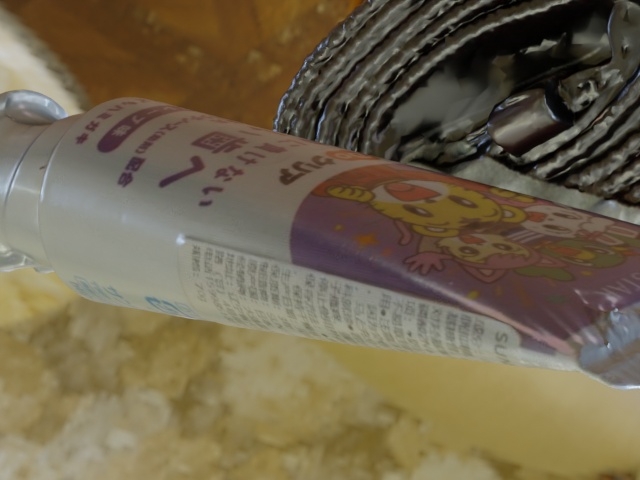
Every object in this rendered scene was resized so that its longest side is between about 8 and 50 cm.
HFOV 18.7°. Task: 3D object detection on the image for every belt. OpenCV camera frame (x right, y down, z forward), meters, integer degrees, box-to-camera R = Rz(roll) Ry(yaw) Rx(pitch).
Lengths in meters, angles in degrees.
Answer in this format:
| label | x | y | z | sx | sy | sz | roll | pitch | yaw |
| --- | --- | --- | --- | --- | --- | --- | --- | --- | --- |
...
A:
| label | x | y | z | sx | sy | sz | roll | pitch | yaw |
| --- | --- | --- | --- | --- | --- | --- | --- | --- | --- |
| belt | 0.122 | -0.072 | 0.990 | 0.289 | 0.184 | 0.164 | -25 | 174 | 29 |

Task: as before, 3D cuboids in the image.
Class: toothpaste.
| label | x | y | z | sx | sy | sz | roll | pitch | yaw |
| --- | --- | --- | --- | --- | --- | --- | --- | --- | --- |
| toothpaste | 0.000 | 0.000 | 0.623 | 0.299 | 0.114 | 0.073 | 11 | 107 | 39 |
